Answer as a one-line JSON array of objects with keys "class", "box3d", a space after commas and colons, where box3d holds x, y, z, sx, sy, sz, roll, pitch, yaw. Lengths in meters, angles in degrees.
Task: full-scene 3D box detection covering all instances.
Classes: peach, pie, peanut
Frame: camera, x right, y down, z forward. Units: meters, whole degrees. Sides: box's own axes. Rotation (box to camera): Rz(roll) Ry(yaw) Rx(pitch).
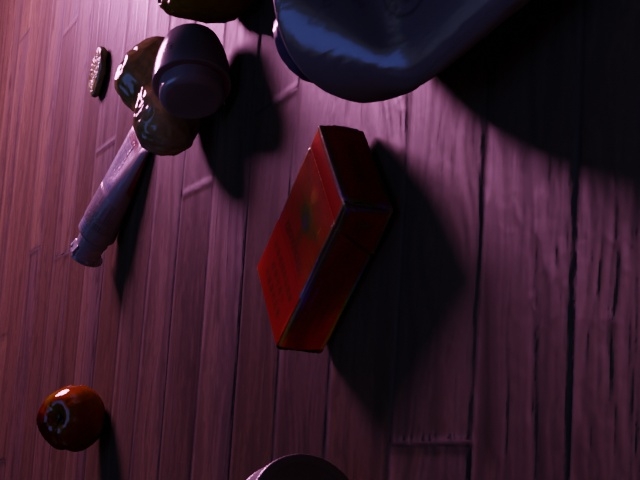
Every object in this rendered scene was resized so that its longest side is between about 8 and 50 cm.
[{"class": "peach", "box3d": [-0.347, 0.250, 1.797, 0.101, 0.100, 0.101, -172, 90, -67]}, {"class": "pie", "box3d": [-0.365, -0.278, 2.090, 0.085, 0.017, 0.085, -171, 90, -68]}, {"class": "peanut", "box3d": [-0.199, -0.180, 1.580, 0.090, 0.098, 0.214, -57, 35, 27]}]

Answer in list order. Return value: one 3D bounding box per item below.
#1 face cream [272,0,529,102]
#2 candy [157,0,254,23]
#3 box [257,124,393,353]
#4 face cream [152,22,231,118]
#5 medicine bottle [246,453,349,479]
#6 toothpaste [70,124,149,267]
[{"class": "face cream", "box3d": [0.107, -0.235, 0.918, 0.420, 0.137, 0.235, -32, 51, 46]}, {"class": "candy", "box3d": [-0.123, -0.375, 1.457, 0.260, 0.118, 0.260, -178, 90, -65]}, {"class": "box", "box3d": [0.001, 0.000, 1.125, 0.112, 0.048, 0.175, -106, 32, -46]}, {"class": "face cream", "box3d": [-0.150, -0.197, 1.482, 0.091, 0.091, 0.095, 126, 148, -47]}, {"class": "medicine bottle", "box3d": [-0.044, 0.251, 1.079, 0.168, 0.105, 0.105, 135, 137, -55]}, {"class": "toothpaste", "box3d": [-0.296, -0.067, 1.830, 0.234, 0.057, 0.089, -61, 32, 26]}]
